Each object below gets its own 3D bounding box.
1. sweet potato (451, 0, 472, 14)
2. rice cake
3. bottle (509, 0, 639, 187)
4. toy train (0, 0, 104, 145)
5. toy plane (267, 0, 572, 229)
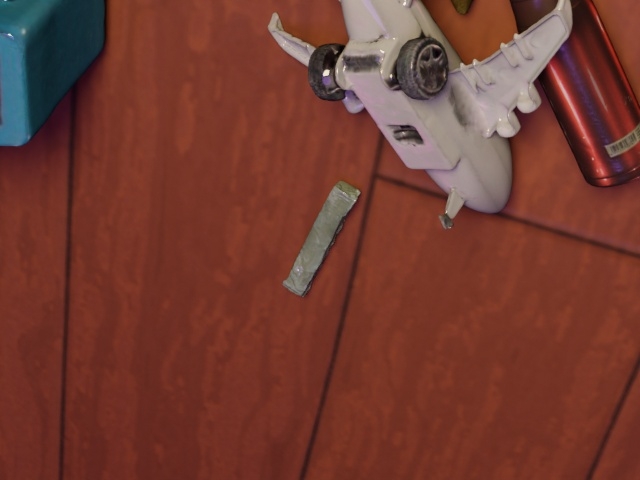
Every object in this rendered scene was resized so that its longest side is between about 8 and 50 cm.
[{"bbox_3d":[0.089,-0.221,0.823,0.041,0.038,0.153,-9,119,8],"label":"sweet potato"},{"bbox_3d":[0.000,0.000,1.020,0.022,0.021,0.121,34,129,7],"label":"rice cake"},{"bbox_3d":[0.176,-0.118,0.855,0.060,0.060,0.164,-17,117,29],"label":"bottle"},{"bbox_3d":[-0.321,-0.203,0.893,0.300,0.188,0.265,15,132,8],"label":"toy train"},{"bbox_3d":[0.069,-0.104,0.861,0.251,0.101,0.255,6,138,42],"label":"toy plane"}]
